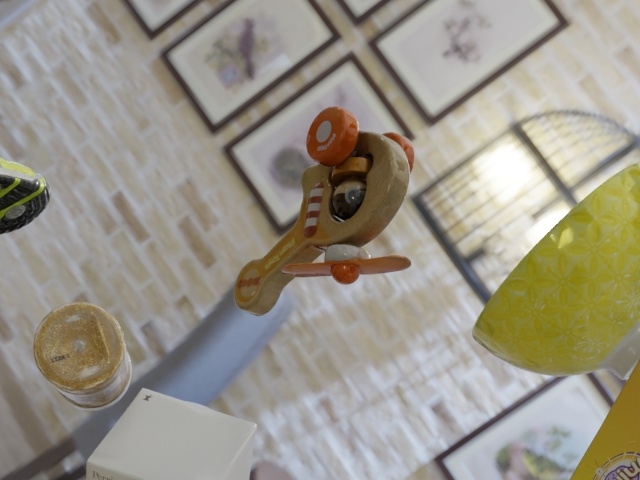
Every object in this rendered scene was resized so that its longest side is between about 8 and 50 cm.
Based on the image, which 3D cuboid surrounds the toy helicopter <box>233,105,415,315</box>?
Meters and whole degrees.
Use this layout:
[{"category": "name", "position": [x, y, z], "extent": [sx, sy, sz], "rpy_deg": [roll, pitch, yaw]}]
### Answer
[{"category": "toy helicopter", "position": [0.000, 0.000, 1.723], "extent": [0.140, 0.355, 0.235], "rpy_deg": [21, 38, -37]}]

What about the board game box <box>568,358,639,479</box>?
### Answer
[{"category": "board game box", "position": [0.240, 0.227, 0.823], "extent": [0.242, 0.316, 0.064], "rpy_deg": [34, -5, -39]}]

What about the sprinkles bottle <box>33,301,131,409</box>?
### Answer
[{"category": "sprinkles bottle", "position": [-0.336, 0.172, 1.758], "extent": [0.121, 0.121, 0.355], "rpy_deg": [55, -13, 6]}]

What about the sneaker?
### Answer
[{"category": "sneaker", "position": [-0.554, -0.103, 1.680], "extent": [0.385, 0.145, 0.147], "rpy_deg": [8, 45, -36]}]

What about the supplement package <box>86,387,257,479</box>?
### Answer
[{"category": "supplement package", "position": [-0.211, 0.385, 1.680], "extent": [0.178, 0.293, 0.175], "rpy_deg": [15, 32, 12]}]

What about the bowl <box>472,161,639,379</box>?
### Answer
[{"category": "bowl", "position": [0.330, 0.066, 1.404], "extent": [0.156, 0.289, 0.289], "rpy_deg": [47, 3, 18]}]
